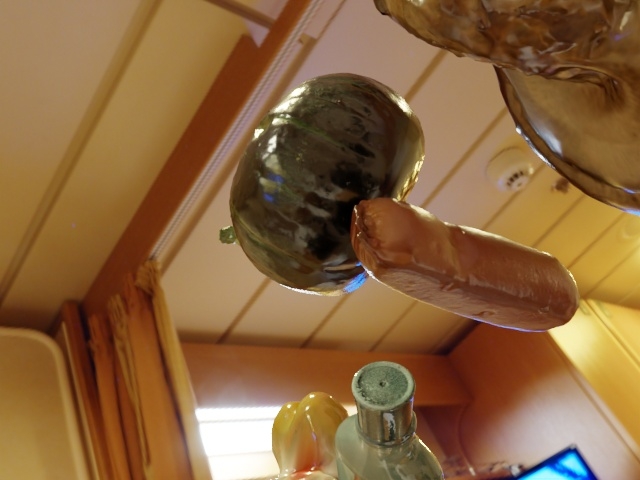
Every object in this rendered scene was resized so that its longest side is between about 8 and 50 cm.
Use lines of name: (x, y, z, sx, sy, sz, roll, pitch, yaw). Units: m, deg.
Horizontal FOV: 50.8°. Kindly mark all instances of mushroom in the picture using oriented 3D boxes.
mushroom: (0.213, -0.146, 0.474, 0.259, 0.345, 0.345, -34, -35, -15)

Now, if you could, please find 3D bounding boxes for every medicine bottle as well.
medicine bottle: (0.050, 0.177, 0.498, 0.053, 0.090, 0.208, -32, -47, -30)

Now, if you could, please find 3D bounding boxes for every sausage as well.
sausage: (0.170, 0.037, 0.778, 0.348, 0.097, 0.094, 16, -44, -29)

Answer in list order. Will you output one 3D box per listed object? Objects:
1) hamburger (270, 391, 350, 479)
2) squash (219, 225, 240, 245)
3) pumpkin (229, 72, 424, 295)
hamburger: (0.016, 0.319, 0.675, 0.186, 0.303, 0.261, -32, -12, -39)
squash: (0.001, -0.005, 1.245, 0.370, 0.118, 0.118, 6, -41, 4)
pumpkin: (0.002, -0.083, 0.914, 0.315, 0.238, 0.315, -60, -13, -23)
